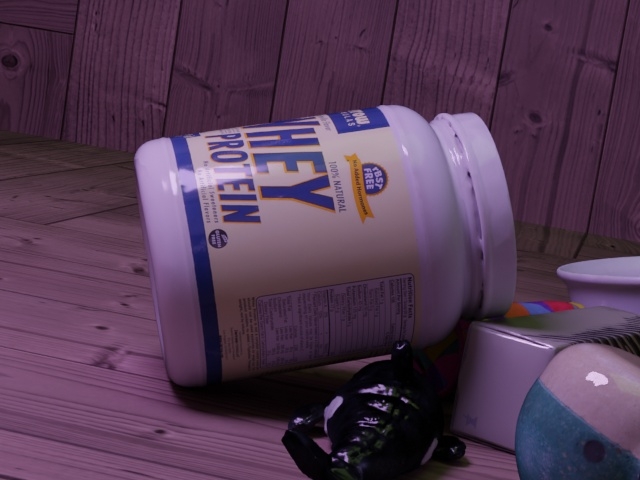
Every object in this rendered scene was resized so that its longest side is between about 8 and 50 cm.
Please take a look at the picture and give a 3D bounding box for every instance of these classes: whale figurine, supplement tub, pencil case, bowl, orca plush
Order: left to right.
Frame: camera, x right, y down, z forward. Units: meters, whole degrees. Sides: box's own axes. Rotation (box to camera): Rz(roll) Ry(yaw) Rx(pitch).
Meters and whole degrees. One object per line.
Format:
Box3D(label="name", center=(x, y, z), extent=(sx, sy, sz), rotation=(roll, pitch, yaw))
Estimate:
Box3D(label="supplement tub", center=(0.000, 0.000, 1.400), extent=(0.325, 0.235, 0.235), rotation=(-9, 11, -8))
Box3D(label="orca plush", center=(0.040, 0.130, 1.247), extent=(0.151, 0.102, 0.287), rotation=(12, 9, 24))
Box3D(label="pencil case", center=(0.194, 0.115, 1.565), extent=(0.236, 0.104, 0.104), rotation=(5, 9, -40))
Box3D(label="whale figurine", center=(0.260, 0.191, 1.071), extent=(0.272, 0.141, 0.216), rotation=(36, 8, 16))
Box3D(label="bowl", center=(0.427, 0.094, 1.737), extent=(0.298, 0.134, 0.298), rotation=(-2, 3, 0))

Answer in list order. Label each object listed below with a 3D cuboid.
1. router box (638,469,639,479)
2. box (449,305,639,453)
Box3D(label="router box", center=(0.244, 0.170, 0.907), extent=(0.133, 0.179, 0.046), rotation=(2, 10, -43))
Box3D(label="box", center=(0.241, 0.131, 1.442), extent=(0.094, 0.113, 0.275), rotation=(16, 12, 35))
